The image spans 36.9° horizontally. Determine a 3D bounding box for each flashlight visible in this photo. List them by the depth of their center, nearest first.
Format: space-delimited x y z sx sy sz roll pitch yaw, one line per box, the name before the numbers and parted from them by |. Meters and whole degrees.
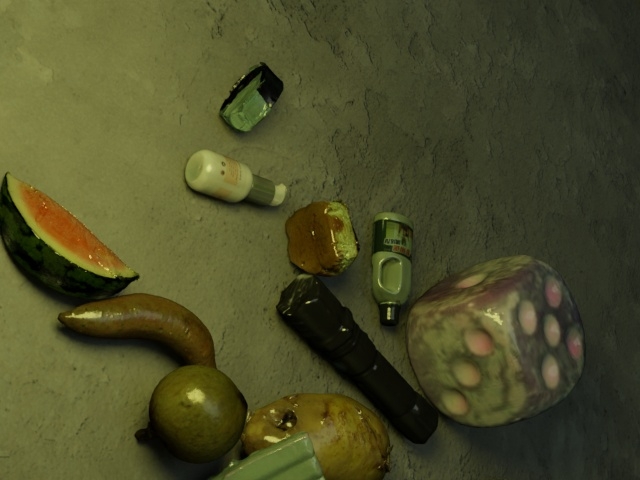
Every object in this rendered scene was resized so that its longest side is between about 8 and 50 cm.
flashlight | 0.077 0.230 1.776 0.424 0.103 0.103 49 47 -26

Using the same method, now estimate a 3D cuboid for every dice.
dice | 0.354 0.202 1.942 0.270 0.270 0.271 -33 102 -46

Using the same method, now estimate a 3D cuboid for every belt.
belt | -0.121 -0.253 1.714 0.058 0.105 0.140 45 59 -28

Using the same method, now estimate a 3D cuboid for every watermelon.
watermelon | -0.375 0.004 1.384 0.245 0.063 0.119 38 35 -11

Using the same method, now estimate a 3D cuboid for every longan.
longan | -0.196 0.265 1.441 0.176 0.145 0.155 -18 107 -6

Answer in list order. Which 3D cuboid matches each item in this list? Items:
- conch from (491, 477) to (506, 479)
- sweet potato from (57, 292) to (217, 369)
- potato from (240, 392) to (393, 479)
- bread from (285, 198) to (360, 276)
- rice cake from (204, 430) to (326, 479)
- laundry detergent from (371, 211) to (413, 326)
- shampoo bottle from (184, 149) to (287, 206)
conch | 0.353 0.569 1.972 0.207 0.130 0.155 -51 151 -66
sweet potato | -0.243 0.147 1.482 0.346 0.079 0.108 35 84 -35
potato | 0.001 0.343 1.619 0.300 0.140 0.173 15 80 -37
bread | 0.000 0.000 1.739 0.069 0.128 0.140 5 62 -45
rice cake | -0.104 0.395 1.478 0.237 0.043 0.127 -25 99 -12
laundry detergent | 0.141 0.061 1.914 0.099 0.070 0.226 30 58 -47
shampoo bottle | -0.144 -0.099 1.663 0.192 0.074 0.074 19 64 -44
